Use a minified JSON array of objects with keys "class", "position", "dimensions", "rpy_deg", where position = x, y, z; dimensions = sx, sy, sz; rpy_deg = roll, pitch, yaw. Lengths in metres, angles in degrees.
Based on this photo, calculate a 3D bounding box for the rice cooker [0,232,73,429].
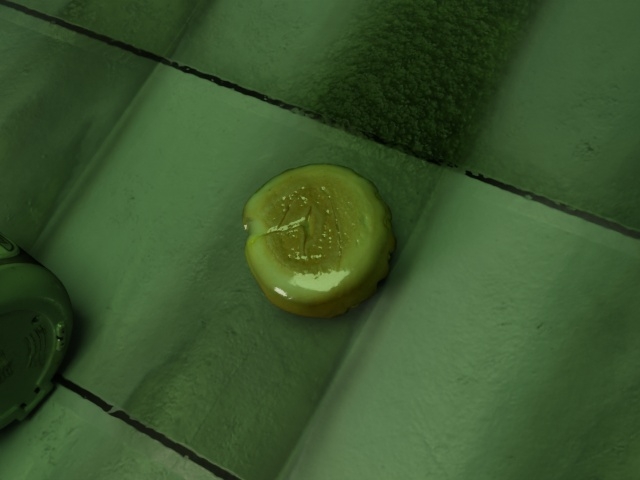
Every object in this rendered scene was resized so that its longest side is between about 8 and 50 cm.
[{"class":"rice cooker","position":[-0.491,0.094,1.061],"dimensions":[0.277,0.288,0.288],"rpy_deg":[33,77,25]}]

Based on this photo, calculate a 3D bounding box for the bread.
[{"class":"bread","position":[0.000,0.000,1.074],"dimensions":[0.213,0.105,0.213],"rpy_deg":[-5,62,10]}]
